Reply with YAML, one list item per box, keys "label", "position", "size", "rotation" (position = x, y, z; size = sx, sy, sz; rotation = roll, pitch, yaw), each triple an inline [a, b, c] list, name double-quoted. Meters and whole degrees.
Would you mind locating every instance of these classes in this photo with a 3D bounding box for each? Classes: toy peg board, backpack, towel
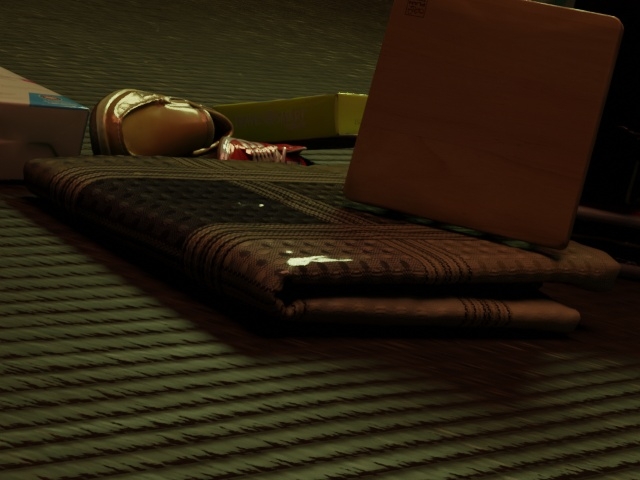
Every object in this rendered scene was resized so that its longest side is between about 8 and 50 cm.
- label: "toy peg board"
  position: [0.119, -0.084, 1.299]
  size: [0.161, 0.161, 0.079]
  rotation: [14, -4, 19]
- label: "backpack"
  position: [0.242, -0.159, 1.564]
  size: [0.191, 0.225, 0.253]
  rotation: [20, 18, 18]
- label: "towel"
  position: [0.000, 0.000, 1.290]
  size: [0.324, 0.056, 0.312]
  rotation: [-1, 15, -40]

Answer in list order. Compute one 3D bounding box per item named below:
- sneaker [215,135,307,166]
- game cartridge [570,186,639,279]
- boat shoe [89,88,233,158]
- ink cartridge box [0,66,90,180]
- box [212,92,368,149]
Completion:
- label: "sneaker"
  position: [-0.047, -0.059, 1.489]
  size: [0.067, 0.042, 0.118]
  rotation: [11, 10, 7]
- label: "game cartridge"
  position: [0.210, -0.020, 1.558]
  size: [0.294, 0.060, 0.196]
  rotation: [9, 9, -15]
- label: "boat shoe"
  position: [-0.118, -0.088, 1.451]
  size: [0.072, 0.068, 0.190]
  rotation: [-3, 8, 16]
- label: "ink cartridge box"
  position: [-0.268, -0.097, 1.389]
  size: [0.104, 0.062, 0.181]
  rotation: [2, 17, -42]
- label: "box"
  position: [0.003, -0.102, 1.617]
  size: [0.178, 0.042, 0.109]
  rotation: [-1, -1, 45]
